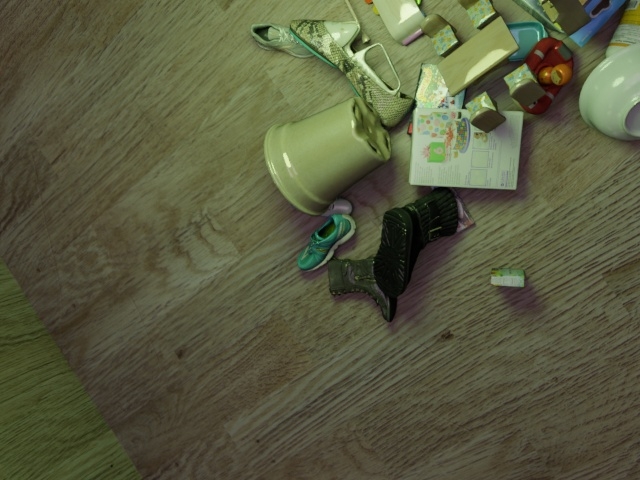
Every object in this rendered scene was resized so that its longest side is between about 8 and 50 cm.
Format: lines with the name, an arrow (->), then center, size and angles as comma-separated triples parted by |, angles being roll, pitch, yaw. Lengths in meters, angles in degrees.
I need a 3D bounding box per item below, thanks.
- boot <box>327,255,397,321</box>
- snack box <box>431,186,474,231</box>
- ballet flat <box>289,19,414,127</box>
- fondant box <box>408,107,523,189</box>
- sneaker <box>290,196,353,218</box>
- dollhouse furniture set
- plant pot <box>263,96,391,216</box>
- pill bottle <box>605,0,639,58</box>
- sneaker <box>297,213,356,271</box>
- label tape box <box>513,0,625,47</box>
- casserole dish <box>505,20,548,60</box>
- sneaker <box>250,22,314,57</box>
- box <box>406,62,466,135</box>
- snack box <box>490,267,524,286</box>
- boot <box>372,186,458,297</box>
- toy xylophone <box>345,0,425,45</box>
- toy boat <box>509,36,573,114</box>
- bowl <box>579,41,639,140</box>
boot -> 0.141, 0.169, 1.961 | 0.228, 0.091, 0.263 | -11, 90, 25
snack box -> 0.440, -0.120, 1.845 | 0.064, 0.022, 0.178 | -31, 87, 21
ballet flat -> 0.120, -0.585, 1.795 | 0.483, 0.164, 0.182 | 46, 121, -3
fondant box -> 0.450, -0.287, 1.743 | 0.330, 0.096, 0.239 | 3, 99, 3
sneaker -> -0.004, -0.125, 1.960 | 0.237, 0.086, 0.085 | 11, 99, 15
dollhouse furniture set -> 0.485, -0.569, 1.514 | 0.394, 0.256, 0.362 | -33, 66, 32
plant pot -> 0.044, -0.288, 1.762 | 0.305, 0.333, 0.334 | -25, 89, 31
pill bottle -> 0.900, -0.565, 1.571 | 0.136, 0.136, 0.246 | 24, 104, 14
sneaker -> 0.000, 0.000, 1.944 | 0.275, 0.110, 0.107 | -48, 53, 26
label tape box -> 0.716, -0.765, 1.621 | 0.347, 0.115, 0.249 | 43, 109, 6
casserole dish -> 0.602, -0.613, 1.718 | 0.188, 0.037, 0.114 | 0, 97, 18
sneaker -> -0.121, -0.691, 1.902 | 0.262, 0.121, 0.099 | 10, 100, 16
box -> 0.384, -0.446, 1.807 | 0.159, 0.044, 0.233 | 14, 101, 15
snack box -> 0.594, 0.116, 1.763 | 0.100, 0.141, 0.037 | 3, 98, 18
boot -> 0.317, 0.009, 1.810 | 0.131, 0.260, 0.348 | 37, 135, 35
toy xylophone -> 0.207, -0.784, 1.800 | 0.236, 0.081, 0.323 | -19, 92, 28
toy boat -> 0.667, -0.478, 1.617 | 0.151, 0.151, 0.231 | 35, 88, -23
bowl -> 0.882, -0.379, 1.521 | 0.297, 0.134, 0.298 | 1, 137, 1
